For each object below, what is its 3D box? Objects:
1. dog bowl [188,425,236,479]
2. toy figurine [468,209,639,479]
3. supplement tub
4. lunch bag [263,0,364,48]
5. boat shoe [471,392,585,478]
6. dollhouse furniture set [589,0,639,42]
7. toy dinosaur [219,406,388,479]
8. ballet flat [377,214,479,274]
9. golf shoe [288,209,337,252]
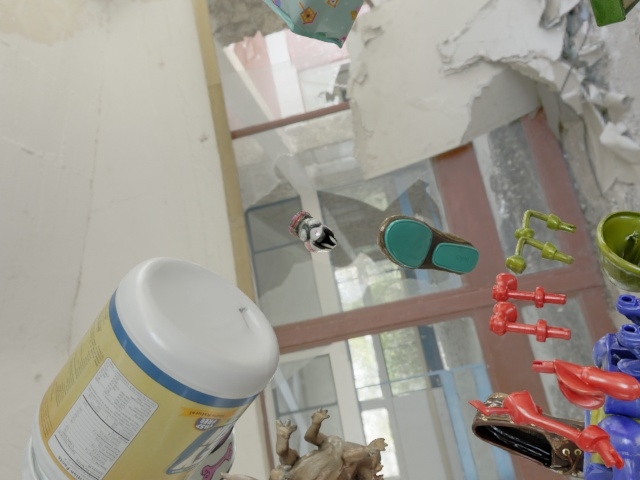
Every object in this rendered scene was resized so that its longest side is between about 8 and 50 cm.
[{"bbox_3d":[-0.399,0.447,1.204,0.408,0.408,0.150,-80,5,-72],"label":"dog bowl"},{"bbox_3d":[0.281,0.140,0.495,0.362,0.191,0.217,-51,-44,-51],"label":"toy figurine"},{"bbox_3d":[-0.145,0.130,0.412,0.144,0.199,0.144,36,-165,-11],"label":"supplement tub"},{"bbox_3d":[-0.012,-0.533,0.917,0.223,0.160,0.262,-60,43,33],"label":"lunch bag"},{"bbox_3d":[0.294,0.257,0.599,0.073,0.207,0.073,-20,-68,-51],"label":"boat shoe"},{"bbox_3d":[0.552,-0.320,0.703,0.198,0.151,0.301,7,134,58],"label":"dollhouse furniture set"},{"bbox_3d":[-0.001,0.394,0.781,0.127,0.296,0.200,-138,41,-58],"label":"toy dinosaur"},{"bbox_3d":[0.227,0.005,1.123,0.124,0.342,0.116,29,105,51],"label":"ballet flat"},{"bbox_3d":[0.000,0.000,1.030,0.086,0.067,0.186,36,-178,24],"label":"golf shoe"}]
